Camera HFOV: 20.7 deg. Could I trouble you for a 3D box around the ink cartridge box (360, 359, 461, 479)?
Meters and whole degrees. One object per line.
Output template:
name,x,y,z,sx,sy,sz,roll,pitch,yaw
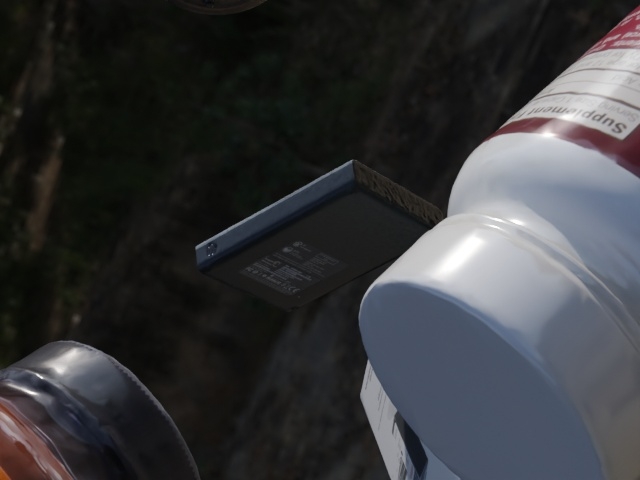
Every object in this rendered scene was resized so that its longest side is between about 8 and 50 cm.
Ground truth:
ink cartridge box,0.163,0.167,1.471,0.273,0.197,0.114,-112,28,-58

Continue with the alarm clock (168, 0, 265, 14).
alarm clock,-0.072,-0.253,1.539,0.129,0.192,0.064,104,164,-54

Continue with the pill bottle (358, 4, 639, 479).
pill bottle,0.222,-0.021,1.071,0.392,0.224,0.224,-42,3,-24

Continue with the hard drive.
hard drive,0.000,0.000,1.138,0.135,0.094,0.022,-28,53,31

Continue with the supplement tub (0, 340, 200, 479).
supplement tub,-0.119,0.099,0.415,0.198,0.106,0.106,-34,-10,-37
